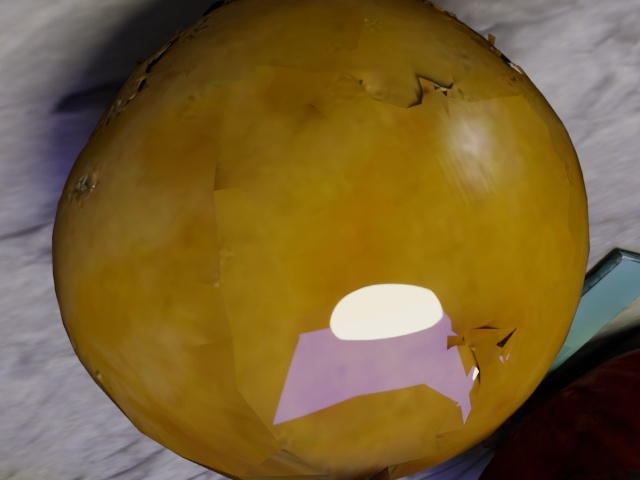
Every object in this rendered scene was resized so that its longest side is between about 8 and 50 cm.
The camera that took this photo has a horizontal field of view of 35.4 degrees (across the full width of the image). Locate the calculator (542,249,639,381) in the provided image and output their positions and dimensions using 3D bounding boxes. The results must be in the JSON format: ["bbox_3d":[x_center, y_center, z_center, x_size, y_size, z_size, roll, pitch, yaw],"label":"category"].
[{"bbox_3d":[0.193,0.068,0.779,0.057,0.018,0.172,11,134,-33],"label":"calculator"}]

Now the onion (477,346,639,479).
[{"bbox_3d":[0.264,0.247,0.784,0.341,0.341,0.341,-11,141,-9],"label":"onion"}]

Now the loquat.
[{"bbox_3d":[0.000,0.000,0.456,0.235,0.235,0.235,-11,141,-9],"label":"loquat"}]
